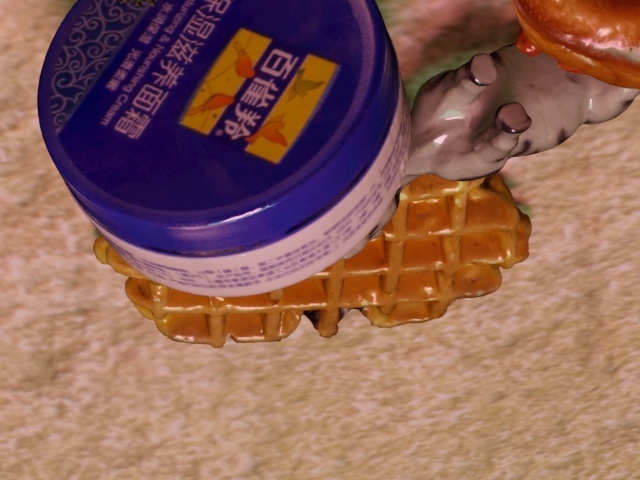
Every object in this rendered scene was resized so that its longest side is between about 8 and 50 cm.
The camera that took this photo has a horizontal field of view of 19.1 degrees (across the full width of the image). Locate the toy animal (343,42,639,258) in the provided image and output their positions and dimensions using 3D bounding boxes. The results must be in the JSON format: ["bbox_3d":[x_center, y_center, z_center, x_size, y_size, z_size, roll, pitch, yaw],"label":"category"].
[{"bbox_3d":[0.107,-0.080,1.165,0.255,0.090,0.170,-25,177,4],"label":"toy animal"}]

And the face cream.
[{"bbox_3d":[-0.052,-0.072,1.109,0.206,0.206,0.111,-12,150,10],"label":"face cream"}]

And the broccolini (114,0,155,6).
[{"bbox_3d":[-0.071,-0.213,1.011,0.123,0.062,0.271,29,134,-27],"label":"broccolini"}]

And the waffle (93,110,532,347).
[{"bbox_3d":[0.000,0.001,1.355,0.309,0.065,0.283,-29,139,33],"label":"waffle"}]

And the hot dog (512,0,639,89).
[{"bbox_3d":[0.276,-0.136,1.060,0.349,0.158,0.117,10,-179,2],"label":"hot dog"}]
